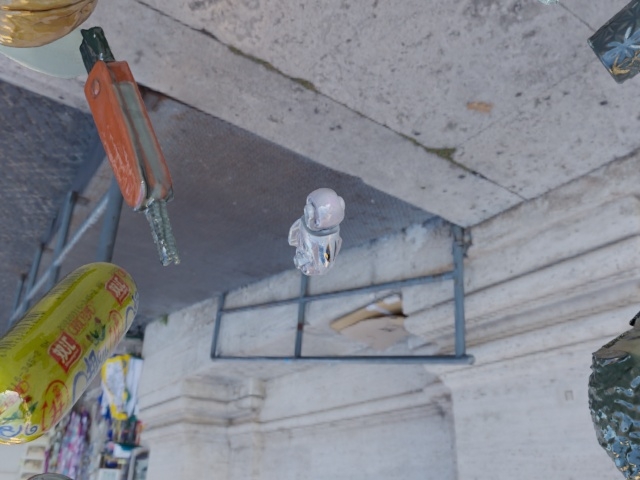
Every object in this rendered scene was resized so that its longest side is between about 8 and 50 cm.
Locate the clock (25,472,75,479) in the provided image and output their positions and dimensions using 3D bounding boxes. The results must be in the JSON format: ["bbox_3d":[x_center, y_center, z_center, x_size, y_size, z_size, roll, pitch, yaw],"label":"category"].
[{"bbox_3d":[-0.391,0.473,0.875,0.056,0.244,0.244,-32,149,3],"label":"clock"}]

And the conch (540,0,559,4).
[{"bbox_3d":[0.444,-0.498,1.076,0.076,0.085,0.056,16,-174,22],"label":"conch"}]

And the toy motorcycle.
[{"bbox_3d":[0.000,0.000,1.091,0.112,0.112,0.254,5,149,-7],"label":"toy motorcycle"}]

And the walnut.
[{"bbox_3d":[-0.358,-0.327,0.694,0.165,0.197,0.165,10,125,15],"label":"walnut"}]

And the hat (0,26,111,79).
[{"bbox_3d":[-0.503,-0.420,0.987,0.301,0.258,0.168,25,121,-34],"label":"hat"}]

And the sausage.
[{"bbox_3d":[-0.343,0.134,0.759,0.123,0.347,0.123,4,118,7],"label":"sausage"}]

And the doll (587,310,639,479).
[{"bbox_3d":[0.463,0.169,0.667,0.350,0.247,0.247,-3,160,-29],"label":"doll"}]

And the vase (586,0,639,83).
[{"bbox_3d":[0.606,-0.392,0.937,0.301,0.156,0.251,-36,177,29],"label":"vase"}]

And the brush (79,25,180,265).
[{"bbox_3d":[-0.231,-0.117,0.698,0.051,0.323,0.070,-10,164,-45],"label":"brush"}]
